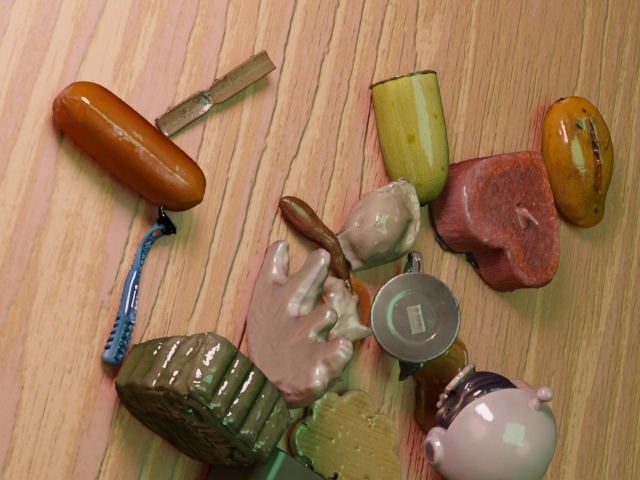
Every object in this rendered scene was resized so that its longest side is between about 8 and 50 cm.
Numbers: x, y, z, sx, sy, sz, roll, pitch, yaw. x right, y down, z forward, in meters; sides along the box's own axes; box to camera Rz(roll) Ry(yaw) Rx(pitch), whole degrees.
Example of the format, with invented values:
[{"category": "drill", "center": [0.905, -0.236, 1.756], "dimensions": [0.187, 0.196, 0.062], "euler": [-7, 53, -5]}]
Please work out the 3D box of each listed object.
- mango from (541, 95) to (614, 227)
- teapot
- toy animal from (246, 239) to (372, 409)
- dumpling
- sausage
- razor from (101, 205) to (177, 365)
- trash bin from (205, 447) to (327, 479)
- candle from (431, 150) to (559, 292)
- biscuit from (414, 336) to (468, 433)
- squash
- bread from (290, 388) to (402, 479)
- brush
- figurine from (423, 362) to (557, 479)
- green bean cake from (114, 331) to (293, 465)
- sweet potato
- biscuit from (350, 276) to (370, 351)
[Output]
[{"category": "mango", "center": [0.565, -0.169, 2.300], "dimensions": [0.177, 0.120, 0.295], "euler": [-17, 95, -37]}, {"category": "teapot", "center": [0.165, 0.137, 1.938], "dimensions": [0.162, 0.149, 0.239], "euler": [4, 81, -3]}, {"category": "toy animal", "center": [0.006, 0.162, 1.710], "dimensions": [0.188, 0.308, 0.266], "euler": [43, 68, -33]}, {"category": "dumpling", "center": [0.109, -0.020, 1.931], "dimensions": [0.199, 0.118, 0.136], "euler": [-37, 117, -6]}, {"category": "sausage", "center": [-0.291, -0.142, 1.626], "dimensions": [0.274, 0.105, 0.105], "euler": [40, 62, -27]}, {"category": "razor", "center": [-0.286, 0.073, 1.648], "dimensions": [0.082, 0.042, 0.253], "euler": [66, 39, -68]}, {"category": "trash bin", "center": [-0.117, 0.507, 1.652], "dimensions": [0.223, 0.158, 0.343], "euler": [39, 71, -28]}, {"category": "candle", "center": [0.384, -0.061, 2.142], "dimensions": [0.317, 0.131, 0.287], "euler": [45, 57, -27]}, {"category": "biscuit", "center": [0.234, 0.250, 2.046], "dimensions": [0.144, 0.040, 0.236], "euler": [-2, 88, -44]}, {"category": "squash", "center": [0.178, -0.186, 1.988], "dimensions": [0.132, 0.132, 0.247], "euler": [-13, 93, -39]}, {"category": "bread", "center": [0.055, 0.367, 1.884], "dimensions": [0.251, 0.039, 0.182], "euler": [46, 59, -25]}, {"category": "brush", "center": [-0.178, -0.246, 1.777], "dimensions": [0.248, 0.036, 0.043], "euler": [-39, 104, -28]}, {"category": "figurine", "center": [0.313, 0.422, 1.958], "dimensions": [0.253, 0.211, 0.361], "euler": [18, 86, -49]}, {"category": "green bean cake", "center": [-0.179, 0.243, 1.593], "dimensions": [0.222, 0.227, 0.125], "euler": [47, 57, -30]}, {"category": "sweet potato", "center": [0.000, 0.000, 1.870], "dimensions": [0.214, 0.050, 0.050], "euler": [50, 57, -18]}, {"category": "biscuit", "center": [0.037, 0.129, 1.907], "dimensions": [0.118, 0.023, 0.140], "euler": [36, 63, -26]}]
